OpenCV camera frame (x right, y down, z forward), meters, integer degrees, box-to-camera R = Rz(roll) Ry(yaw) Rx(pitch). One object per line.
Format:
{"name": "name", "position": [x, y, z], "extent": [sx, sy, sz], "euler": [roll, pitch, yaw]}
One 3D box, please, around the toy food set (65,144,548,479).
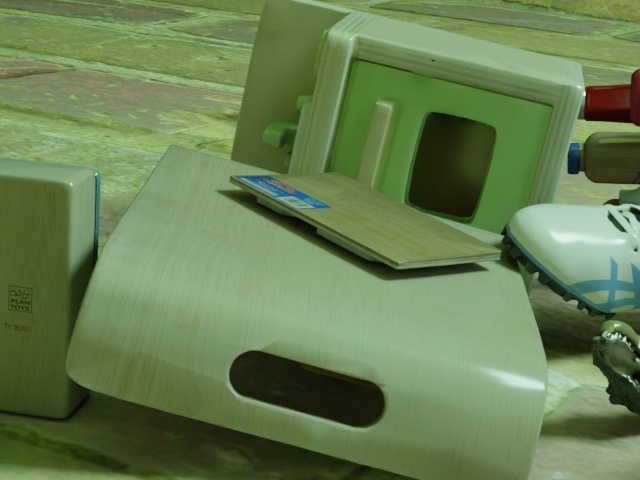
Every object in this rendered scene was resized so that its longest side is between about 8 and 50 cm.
{"name": "toy food set", "position": [-0.003, 0.040, 0.793], "extent": [0.219, 0.092, 0.306], "euler": [16, 16, -2]}

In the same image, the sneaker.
{"name": "sneaker", "position": [0.212, 0.002, 0.879], "extent": [0.237, 0.086, 0.085], "euler": [8, 35, -32]}

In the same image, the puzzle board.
{"name": "puzzle board", "position": [0.024, -0.011, 0.801], "extent": [0.128, 0.011, 0.096], "euler": [27, 20, 36]}

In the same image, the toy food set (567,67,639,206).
{"name": "toy food set", "position": [0.220, -0.058, 1.009], "extent": [0.104, 0.111, 0.232], "euler": [2, -8, 11]}

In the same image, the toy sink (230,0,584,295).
{"name": "toy sink", "position": [0.049, -0.069, 0.989], "extent": [0.234, 0.153, 0.131], "euler": [15, 16, 5]}

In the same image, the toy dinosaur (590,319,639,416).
{"name": "toy dinosaur", "position": [0.261, 0.052, 0.791], "extent": [0.268, 0.064, 0.118], "euler": [5, 57, -12]}

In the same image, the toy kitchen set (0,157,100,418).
{"name": "toy kitchen set", "position": [-0.206, -0.001, 0.781], "extent": [0.207, 0.122, 0.166], "euler": [7, 15, 9]}
